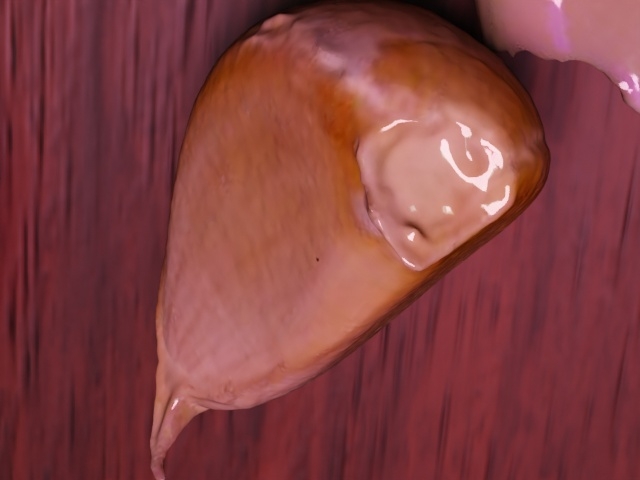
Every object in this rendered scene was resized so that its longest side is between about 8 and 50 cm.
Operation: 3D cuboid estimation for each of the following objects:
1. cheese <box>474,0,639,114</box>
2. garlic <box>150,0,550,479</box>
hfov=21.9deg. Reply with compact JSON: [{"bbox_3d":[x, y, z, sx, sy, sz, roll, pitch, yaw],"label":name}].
[{"bbox_3d":[0.198,-0.068,0.707,0.163,0.082,0.286,-40,103,22],"label":"cheese"},{"bbox_3d":[0.000,-0.007,0.719,0.145,0.164,0.245,28,137,-14],"label":"garlic"}]
